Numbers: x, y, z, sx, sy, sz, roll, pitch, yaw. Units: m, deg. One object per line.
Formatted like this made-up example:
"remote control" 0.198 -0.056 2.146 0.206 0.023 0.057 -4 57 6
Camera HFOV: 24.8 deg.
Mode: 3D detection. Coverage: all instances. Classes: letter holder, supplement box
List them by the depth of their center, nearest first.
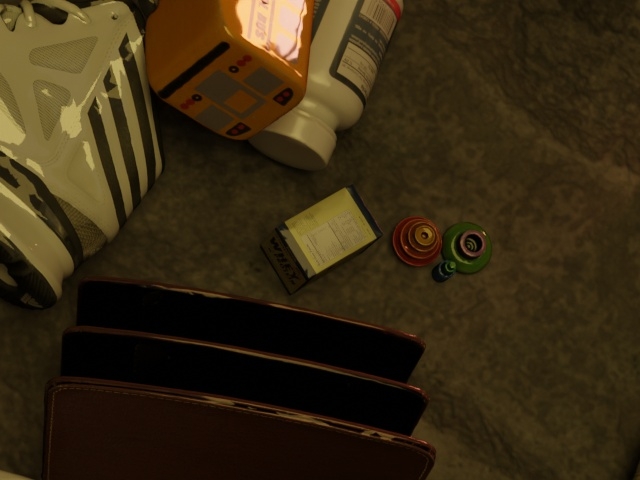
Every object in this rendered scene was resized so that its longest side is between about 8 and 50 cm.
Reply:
"letter holder" -0.064 0.121 1.194 0.302 0.214 0.152 11 59 -5
"supplement box" 0.000 0.000 1.334 0.083 0.083 0.056 -30 85 -18

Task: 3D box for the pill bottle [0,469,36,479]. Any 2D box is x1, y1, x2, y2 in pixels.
"pill bottle" -0.274 0.366 1.128 0.204 0.204 0.361 17 74 -9

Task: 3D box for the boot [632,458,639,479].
"boot" 0.413 0.205 1.387 0.213 0.077 0.165 22 72 -4

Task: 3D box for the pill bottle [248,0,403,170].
"pill bottle" -0.001 -0.163 1.359 0.108 0.108 0.180 24 74 -7

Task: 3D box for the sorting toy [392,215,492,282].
"sorting toy" 0.120 0.006 1.382 0.102 0.042 0.061 4 77 -12

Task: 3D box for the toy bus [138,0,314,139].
"toy bus" -0.075 -0.262 1.316 0.130 0.108 0.332 30 46 -30

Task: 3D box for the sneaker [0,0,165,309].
"sneaker" -0.322 -0.175 1.283 0.447 0.169 0.257 46 63 -8
